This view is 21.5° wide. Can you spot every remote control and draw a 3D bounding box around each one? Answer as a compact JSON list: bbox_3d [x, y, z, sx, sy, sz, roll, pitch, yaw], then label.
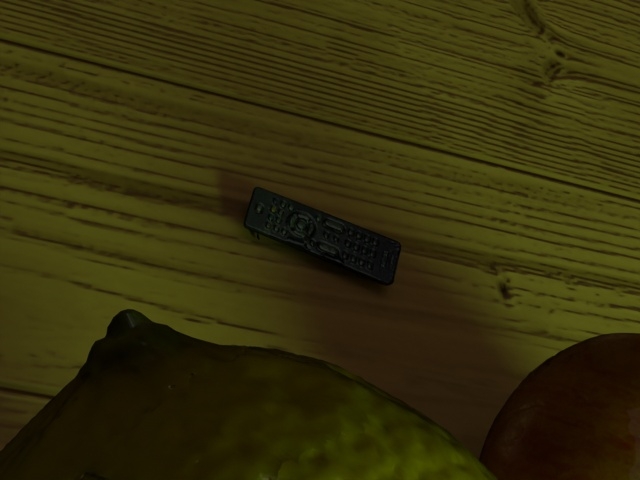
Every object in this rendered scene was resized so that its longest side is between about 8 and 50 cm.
[{"bbox_3d":[0.000,0.000,0.939,0.091,0.016,0.034,22,56,-11],"label":"remote control"}]

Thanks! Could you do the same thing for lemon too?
[{"bbox_3d":[-0.021,0.161,0.591,0.253,0.228,0.228,45,41,14],"label":"lemon"}]

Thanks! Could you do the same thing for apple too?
[{"bbox_3d":[0.151,0.117,0.814,0.146,0.146,0.146,18,42,-16],"label":"apple"}]
